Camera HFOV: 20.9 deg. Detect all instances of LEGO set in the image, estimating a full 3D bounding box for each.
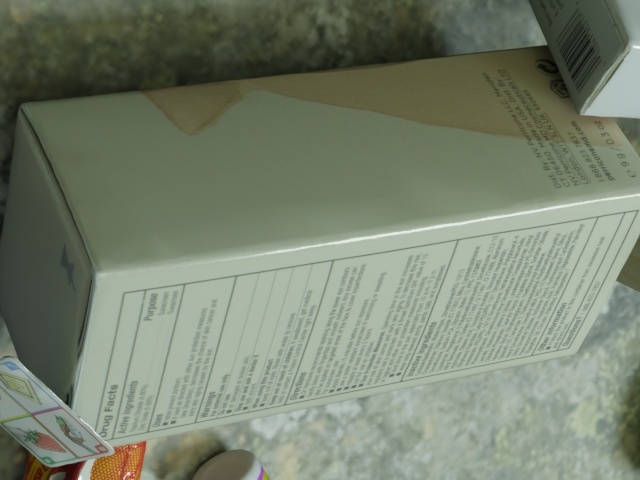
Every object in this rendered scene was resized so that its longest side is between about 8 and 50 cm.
[{"bbox_3d":[-0.205,0.095,0.827,0.244,0.182,0.060,48,44,-30],"label":"LEGO set"}]

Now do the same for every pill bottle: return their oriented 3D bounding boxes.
[{"bbox_3d":[-0.040,0.165,1.004,0.043,0.043,0.083,-34,117,-15],"label":"pill bottle"}]

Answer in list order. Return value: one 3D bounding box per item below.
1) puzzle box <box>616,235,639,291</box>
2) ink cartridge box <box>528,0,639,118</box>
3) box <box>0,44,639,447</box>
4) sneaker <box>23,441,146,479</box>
[{"bbox_3d":[0.395,0.048,1.064,0.409,0.272,0.052,8,101,-28],"label":"puzzle box"},{"bbox_3d":[0.283,-0.150,1.006,0.371,0.176,0.069,-1,144,-25],"label":"ink cartridge box"},{"bbox_3d":[0.000,0.000,0.903,0.311,0.121,0.148,-8,140,-26],"label":"box"},{"bbox_3d":[-0.125,0.124,0.949,0.067,0.064,0.175,20,91,-63],"label":"sneaker"}]
